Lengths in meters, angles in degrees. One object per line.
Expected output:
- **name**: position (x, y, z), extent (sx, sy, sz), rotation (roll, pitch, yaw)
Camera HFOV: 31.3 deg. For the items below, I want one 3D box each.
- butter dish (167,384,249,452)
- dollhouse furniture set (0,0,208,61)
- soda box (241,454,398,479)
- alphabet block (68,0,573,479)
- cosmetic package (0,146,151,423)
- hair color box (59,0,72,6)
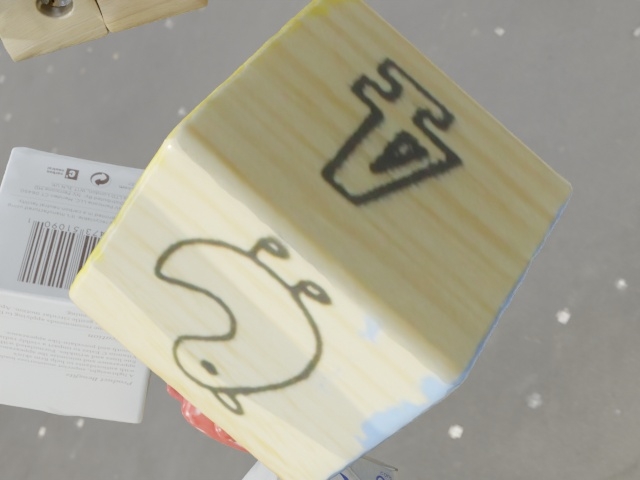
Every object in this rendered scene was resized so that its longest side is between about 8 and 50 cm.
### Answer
- **butter dish**: position (-0.084, 0.169, 1.226), extent (0.160, 0.160, 0.118), rotation (-60, 5, 31)
- **dollhouse furniture set**: position (-0.150, -0.221, 0.630), extent (0.128, 0.184, 0.129), rotation (-14, 53, 9)
- **soda box**: position (-0.053, 0.260, 0.843), extent (0.286, 0.091, 0.098), rotation (-54, 16, 40)
- **alphabet block**: position (0.000, 0.000, 0.695), extent (0.192, 0.197, 0.193), rotation (-48, 3, 47)
- **cosmetic package**: position (-0.210, 0.043, 0.993), extent (0.184, 0.151, 0.151), rotation (110, 168, -50)
- **hair color box**: position (-0.315, -0.315, 1.369), extent (0.167, 0.053, 0.093), rotation (-121, 26, -48)
